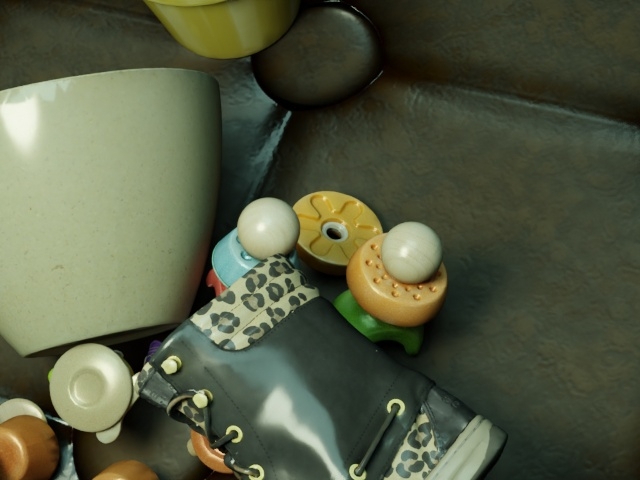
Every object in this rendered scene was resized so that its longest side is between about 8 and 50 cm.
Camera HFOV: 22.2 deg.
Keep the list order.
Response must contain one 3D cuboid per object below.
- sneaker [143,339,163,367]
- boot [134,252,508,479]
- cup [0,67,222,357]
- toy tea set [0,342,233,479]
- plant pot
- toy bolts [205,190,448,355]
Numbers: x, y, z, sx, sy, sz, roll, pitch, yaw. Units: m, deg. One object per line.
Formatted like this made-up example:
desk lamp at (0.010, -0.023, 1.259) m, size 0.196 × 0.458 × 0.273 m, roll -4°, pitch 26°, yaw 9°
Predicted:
sneaker at (-0.099, 0.108, 1.662) m, size 0.170 × 0.068 × 0.071 m, roll -9°, pitch 53°, yaw 5°
boot at (-0.055, 0.214, 1.432) m, size 0.377 × 0.138 × 0.284 m, roll -44°, pitch 78°, yaw -11°
cup at (-0.239, -0.014, 1.641) m, size 0.331 × 0.331 × 0.237 m, roll -13°, pitch 84°, yaw 2°
toy tea set at (-0.172, 0.204, 1.614) m, size 0.336 × 0.124 × 0.200 m, roll 18°, pitch 94°, yaw 16°
plant pot at (-0.122, -0.336, 1.821) m, size 0.254 × 0.239 × 0.254 m, roll -4°, pitch 60°, yaw 7°
toy bolts at (0.000, 0.000, 1.610) m, size 0.229 × 0.158 × 0.218 m, roll -2°, pitch 51°, yaw -20°
